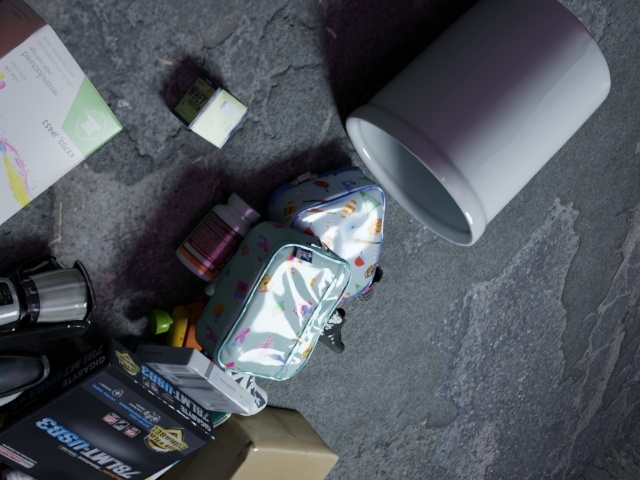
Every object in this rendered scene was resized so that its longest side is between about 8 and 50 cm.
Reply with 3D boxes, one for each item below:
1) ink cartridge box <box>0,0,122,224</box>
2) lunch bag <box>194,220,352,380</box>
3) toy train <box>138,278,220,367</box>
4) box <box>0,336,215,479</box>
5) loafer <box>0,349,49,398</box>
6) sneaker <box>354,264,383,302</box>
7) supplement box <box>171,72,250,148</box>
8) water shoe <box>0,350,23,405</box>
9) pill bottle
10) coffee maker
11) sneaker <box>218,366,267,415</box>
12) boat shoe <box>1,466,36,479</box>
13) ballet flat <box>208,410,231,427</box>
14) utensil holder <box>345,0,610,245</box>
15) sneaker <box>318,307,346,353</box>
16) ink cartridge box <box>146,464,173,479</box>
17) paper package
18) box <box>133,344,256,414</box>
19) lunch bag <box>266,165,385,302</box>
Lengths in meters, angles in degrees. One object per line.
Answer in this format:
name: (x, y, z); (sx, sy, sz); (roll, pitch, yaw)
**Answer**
ink cartridge box: (-0.466, -0.127, 1.133); (0.353, 0.119, 0.207); (-41, 142, -10)
lunch bag: (-0.074, 0.111, 1.558); (0.224, 0.108, 0.279); (23, 101, -41)
toy train: (-0.250, 0.141, 1.599); (0.143, 0.105, 0.248); (1, 122, -29)
box: (-0.389, 0.334, 1.530); (0.293, 0.073, 0.295); (-32, 131, 11)
loafer: (-0.536, 0.219, 1.343); (0.223, 0.078, 0.076); (-9, 93, -15)
sneaker: (0.099, 0.085, 1.894); (0.063, 0.075, 0.170); (-30, 139, -23)
supplement box: (-0.176, -0.208, 1.394); (0.083, 0.056, 0.083); (-52, 142, 5)
water shoe: (-0.579, 0.253, 1.411); (0.203, 0.073, 0.080); (-32, 111, -16)
pill bottle: (-0.179, -0.008, 1.538); (0.152, 0.086, 0.086); (-49, 142, 1)
coffee maker: (-0.461, 0.119, 1.350); (0.178, 0.120, 0.171); (-7, 128, -39)
sneaker: (-0.153, 0.269, 1.793); (0.153, 0.094, 0.235); (-45, 133, 10)
boat shoe: (-0.569, 0.527, 1.619); (0.088, 0.096, 0.267); (-4, 124, -37)
ballet flat: (-0.263, 0.382, 1.806); (0.168, 0.057, 0.052); (-20, 149, -1)
utensil holder: (0.293, -0.238, 1.613); (0.385, 0.327, 0.327); (-45, 142, -9)
sneaker: (0.030, 0.191, 1.938); (0.089, 0.051, 0.170); (-45, 139, 4)
ink cartridge box: (-0.373, 0.436, 1.716); (0.181, 0.061, 0.104); (-36, 102, -15)
paper package: (-0.172, 0.532, 1.944); (0.325, 0.168, 0.309); (22, 106, -51)
box: (-0.225, 0.249, 1.546); (0.186, 0.145, 0.038); (49, 52, -38)
lunch bag: (0.000, 0.000, 1.698); (0.243, 0.115, 0.303); (-19, 133, -24)
